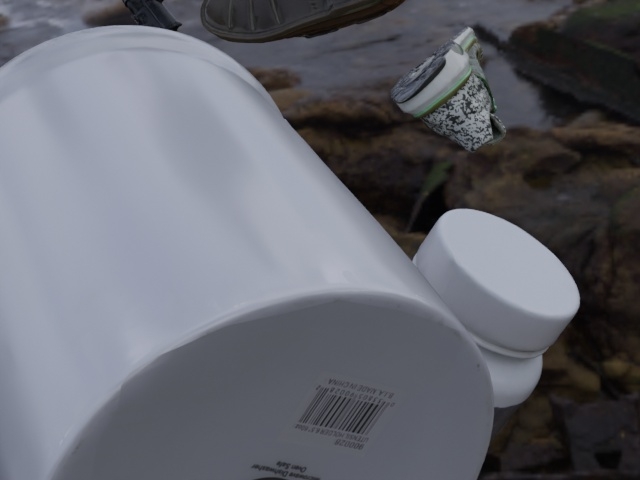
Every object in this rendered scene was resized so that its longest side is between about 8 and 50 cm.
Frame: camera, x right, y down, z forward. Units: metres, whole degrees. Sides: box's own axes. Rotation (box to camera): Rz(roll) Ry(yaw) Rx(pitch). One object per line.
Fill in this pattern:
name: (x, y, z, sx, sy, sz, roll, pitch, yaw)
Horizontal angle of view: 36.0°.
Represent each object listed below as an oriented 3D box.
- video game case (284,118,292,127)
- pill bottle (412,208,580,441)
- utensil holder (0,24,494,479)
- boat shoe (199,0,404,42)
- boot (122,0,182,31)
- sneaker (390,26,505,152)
video game case: (0.000, 0.000, 1.390, 0.061, 0.244, 0.269, -26, 43, 13)
pill bottle: (0.117, 0.153, 1.106, 0.204, 0.361, 0.204, 22, 31, -14)
utensil holder: (-0.103, 0.061, 0.734, 0.328, 0.327, 0.385, -18, 38, -16)
boat shoe: (-0.022, -0.338, 1.435, 0.307, 0.110, 0.104, -4, -9, 22)
boot: (-0.273, -0.402, 1.695, 0.121, 0.099, 0.045, -33, -12, -4)
sneaker: (0.230, -0.232, 1.644, 0.158, 0.182, 0.410, -36, 7, 23)
